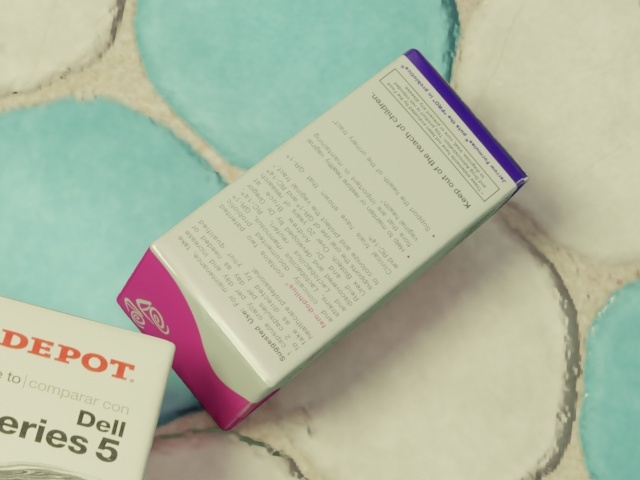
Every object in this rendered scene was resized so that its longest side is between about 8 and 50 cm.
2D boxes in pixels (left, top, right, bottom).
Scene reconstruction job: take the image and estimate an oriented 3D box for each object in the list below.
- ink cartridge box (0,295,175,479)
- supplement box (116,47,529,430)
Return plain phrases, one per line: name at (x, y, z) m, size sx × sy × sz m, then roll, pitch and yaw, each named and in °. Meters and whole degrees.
ink cartridge box at (-0.203, 0.161, 1.011) m, size 0.198 × 0.114 × 0.273 m, roll 16°, pitch 51°, yaw -7°
supplement box at (0.000, 0.000, 1.184) m, size 0.220 × 0.111 × 0.114 m, roll -39°, pitch 86°, yaw -26°
